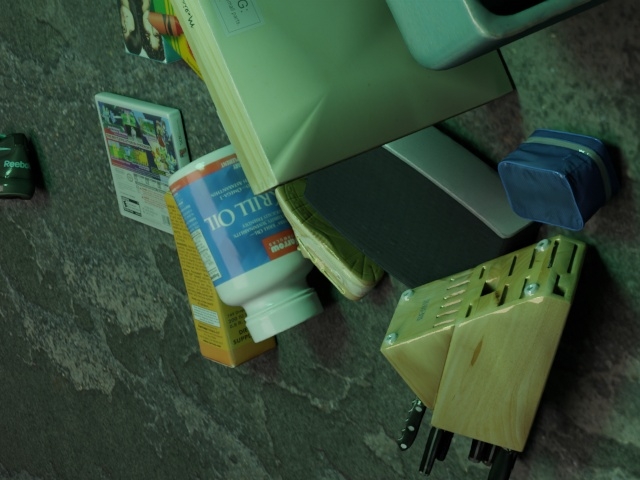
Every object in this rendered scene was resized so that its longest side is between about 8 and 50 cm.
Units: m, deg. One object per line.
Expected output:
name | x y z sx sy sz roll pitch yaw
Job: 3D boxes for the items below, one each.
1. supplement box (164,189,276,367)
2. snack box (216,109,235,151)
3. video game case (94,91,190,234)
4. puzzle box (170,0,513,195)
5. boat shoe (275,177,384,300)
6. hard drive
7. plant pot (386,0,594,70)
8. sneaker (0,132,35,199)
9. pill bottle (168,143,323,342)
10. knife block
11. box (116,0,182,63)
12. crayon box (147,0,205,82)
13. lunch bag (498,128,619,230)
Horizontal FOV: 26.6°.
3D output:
supplement box | -0.126 0.039 1.730 0.080 0.078 0.233 12 120 52
snack box | -0.022 -0.127 1.441 0.178 0.022 0.064 -5 126 29
video game case | -0.234 -0.103 1.848 0.201 0.023 0.183 19 125 51
puzzle box | -0.018 -0.272 1.195 0.052 0.272 0.408 -23 90 61
boat shoe | 0.000 0.000 1.534 0.170 0.063 0.059 51 139 21
hard drive | 0.091 -0.035 1.355 0.255 0.054 0.172 37 138 22
plant pot | 0.133 -0.264 1.016 0.247 0.247 0.252 65 165 3
sneaker | -0.532 -0.119 2.230 0.267 0.101 0.106 1 89 56
pill bottle | -0.081 0.002 1.597 0.124 0.124 0.221 -28 87 58
knife block | 0.185 0.141 1.315 0.276 0.088 0.242 -23 118 36
box | -0.206 -0.341 1.618 0.100 0.060 0.244 21 126 49
crayon box | -0.084 -0.307 1.444 0.202 0.081 0.318 48 143 27
lunch bag | 0.209 -0.057 1.192 0.098 0.065 0.067 19 140 48
